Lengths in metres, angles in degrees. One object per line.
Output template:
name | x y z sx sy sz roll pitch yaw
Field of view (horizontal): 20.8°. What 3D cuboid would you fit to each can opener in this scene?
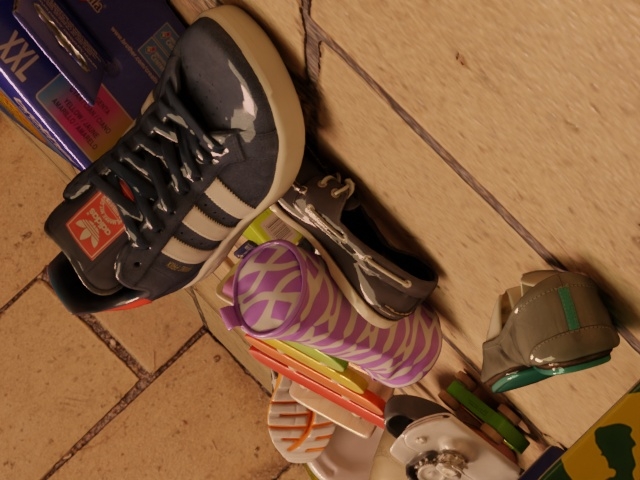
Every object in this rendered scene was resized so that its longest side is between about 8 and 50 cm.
can opener | 0.174 0.230 1.599 0.280 0.074 0.093 40 -148 -24

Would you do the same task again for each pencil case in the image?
pencil case | 0.013 0.065 1.436 0.206 0.088 0.086 24 -153 -45

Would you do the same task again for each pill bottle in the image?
pill bottle | 0.043 0.264 2.243 0.136 0.136 0.245 45 171 8

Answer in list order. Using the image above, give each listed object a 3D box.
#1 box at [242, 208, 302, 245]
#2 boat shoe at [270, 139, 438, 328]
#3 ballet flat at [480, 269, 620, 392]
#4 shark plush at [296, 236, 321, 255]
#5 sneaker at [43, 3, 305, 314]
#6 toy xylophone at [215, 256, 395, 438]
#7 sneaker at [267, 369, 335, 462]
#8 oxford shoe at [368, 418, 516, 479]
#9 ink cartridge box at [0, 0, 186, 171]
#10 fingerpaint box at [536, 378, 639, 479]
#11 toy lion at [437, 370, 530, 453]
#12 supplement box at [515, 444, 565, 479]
box | -0.093 -0.051 1.772 0.109 0.042 0.178 52 170 -27
boat shoe | 0.016 -0.028 1.366 0.065 0.075 0.206 -35 94 38
ballet flat | 0.140 0.054 1.105 0.213 0.072 0.068 120 133 -80
shark plush | 0.000 0.000 1.469 0.073 0.067 0.161 40 170 37
sneaker | -0.124 -0.039 1.317 0.131 0.148 0.350 54 149 17
toy xylophone | -0.028 0.095 1.863 0.236 0.081 0.322 24 163 33
sneaker | -0.024 0.161 2.100 0.083 0.084 0.214 -109 19 -81
oxford shoe | 0.108 0.274 1.802 0.140 0.146 0.397 23 160 11
ink cartridge box | -0.257 -0.215 1.475 0.270 0.151 0.395 51 169 -29
fingerpaint box | 0.280 0.264 1.013 0.371 0.163 0.445 45 172 14
toy lion | 0.158 0.167 1.613 0.100 0.034 0.096 37 174 46
supplement box | 0.267 0.360 1.411 0.194 0.195 0.356 53 170 -36
